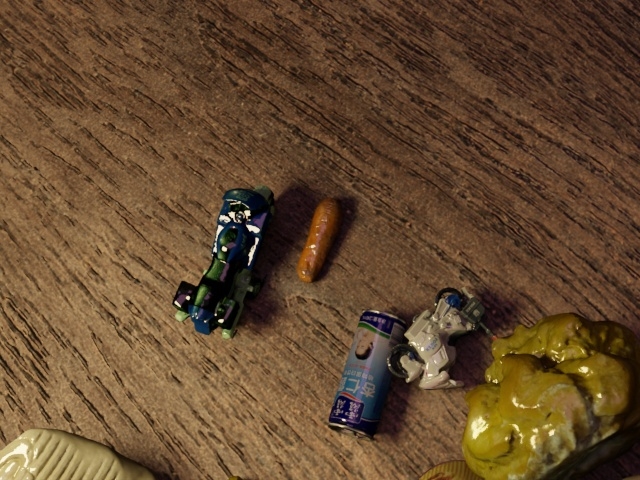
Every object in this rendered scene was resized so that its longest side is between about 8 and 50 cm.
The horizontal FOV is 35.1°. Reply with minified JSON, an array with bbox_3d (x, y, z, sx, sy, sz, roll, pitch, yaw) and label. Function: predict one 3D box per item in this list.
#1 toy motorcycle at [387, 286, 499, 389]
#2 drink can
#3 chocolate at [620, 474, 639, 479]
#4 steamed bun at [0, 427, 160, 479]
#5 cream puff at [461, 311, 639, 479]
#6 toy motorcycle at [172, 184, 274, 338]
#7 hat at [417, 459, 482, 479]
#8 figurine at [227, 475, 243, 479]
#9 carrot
[{"bbox_3d":[0.235,0.196,1.905,0.150,0.102,0.221,42,71,-1],"label":"toy motorcycle"},{"bbox_3d":[0.090,0.252,1.914,0.097,0.097,0.235,14,73,15],"label":"drink can"},{"bbox_3d":[0.499,0.538,1.611,0.314,0.326,0.297,-33,66,32],"label":"chocolate"},{"bbox_3d":[-0.467,0.529,1.818,0.367,0.255,0.342,37,58,-8],"label":"steamed bun"},{"bbox_3d":[0.394,0.266,1.741,0.378,0.378,0.276,-29,66,-2],"label":"cream puff"},{"bbox_3d":[-0.172,0.026,1.992,0.125,0.196,0.331,19,72,16],"label":"toy motorcycle"},{"bbox_3d":[0.246,0.483,1.804,0.193,0.082,0.193,-3,67,8],"label":"hat"},{"bbox_3d":[-0.097,0.535,1.781,0.326,0.218,0.169,40,123,8],"label":"figurine"},{"bbox_3d":[0.000,0.000,2.050,0.060,0.060,0.186,14,75,15],"label":"carrot"}]
